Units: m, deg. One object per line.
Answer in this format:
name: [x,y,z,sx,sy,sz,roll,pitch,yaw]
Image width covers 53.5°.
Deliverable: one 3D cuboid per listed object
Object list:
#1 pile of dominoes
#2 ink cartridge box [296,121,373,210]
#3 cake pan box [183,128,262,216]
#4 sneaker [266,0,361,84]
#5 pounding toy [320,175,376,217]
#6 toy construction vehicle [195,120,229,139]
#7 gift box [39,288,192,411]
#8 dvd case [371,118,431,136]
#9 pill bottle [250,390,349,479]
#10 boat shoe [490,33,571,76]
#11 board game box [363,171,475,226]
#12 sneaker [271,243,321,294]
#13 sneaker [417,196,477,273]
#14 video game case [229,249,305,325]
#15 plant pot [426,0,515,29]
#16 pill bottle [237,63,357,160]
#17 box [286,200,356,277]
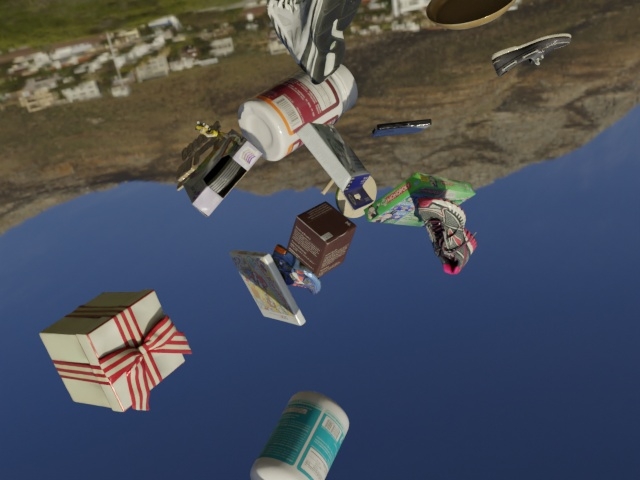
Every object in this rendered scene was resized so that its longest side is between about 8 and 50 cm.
pile of dominoes: [-0.403,-0.285,2.161,0.251,0.040,0.195,-30,-135,36]
ink cartridge box: [0.054,-0.182,1.518,0.045,0.224,0.223,-37,178,18]
cake pan box: [-0.297,-0.208,1.894,0.245,0.070,0.267,-50,-155,4]
sneaker: [-0.044,-0.633,1.694,0.169,0.447,0.257,-41,-101,-22]
pounding toy: [0.099,-0.203,2.467,0.183,0.237,0.110,-54,-142,-3]
toy construction vehicle: [-0.331,-0.322,1.906,0.098,0.035,0.086,22,179,27]
gift box: [-0.512,0.288,1.647,0.258,0.276,0.255,-5,-153,38]
dvd case: [0.274,-0.387,2.198,0.181,0.022,0.253,-6,-176,0]
pill bottle: [-0.052,0.460,1.338,0.146,0.146,0.264,7,-139,28]
boat shoe: [0.563,-0.492,1.689,0.206,0.064,0.075,-13,176,19]
board game box: [0.309,-0.118,1.945,0.214,0.046,0.317,-36,156,33]
sneaker: [-0.081,0.098,1.862,0.087,0.221,0.083,-49,-144,-3]
sneaker: [0.357,-0.017,1.799,0.121,0.299,0.112,9,-119,43]
video game case: [-0.152,0.129,1.775,0.026,0.226,0.206,-37,-159,-28]
plant pot: [0.384,-0.595,1.590,0.237,0.032,0.236,-15,-138,14]
pill bottle: [-0.069,-0.455,2.169,0.224,0.224,0.392,19,-134,42]
box: [0.000,0.000,2.355,0.167,0.203,0.169,41,-134,23]
